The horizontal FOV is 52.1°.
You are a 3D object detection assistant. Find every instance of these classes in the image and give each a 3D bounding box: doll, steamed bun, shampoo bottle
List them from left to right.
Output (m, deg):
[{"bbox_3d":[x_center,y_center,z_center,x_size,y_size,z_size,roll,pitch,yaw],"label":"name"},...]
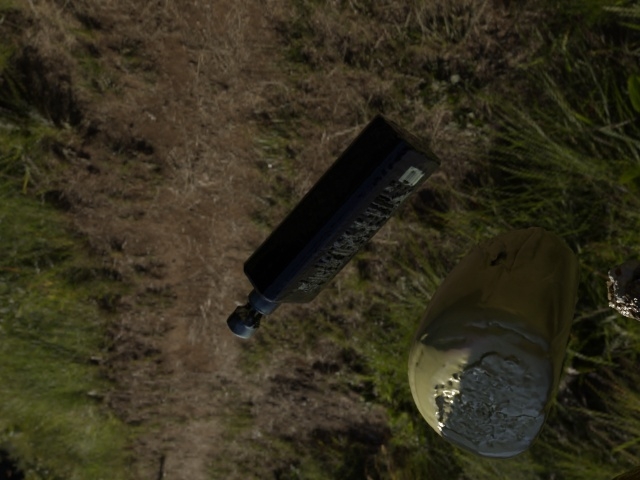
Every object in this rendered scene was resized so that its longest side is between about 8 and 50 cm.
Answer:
[{"bbox_3d":[0.000,0.000,0.744,0.309,0.071,0.098,-48,155,17],"label":"shampoo bottle"},{"bbox_3d":[0.205,0.117,0.792,0.166,0.232,0.272,13,135,16],"label":"steamed bun"},{"bbox_3d":[0.553,0.069,1.049,0.221,0.114,0.105,-14,157,-30],"label":"doll"}]

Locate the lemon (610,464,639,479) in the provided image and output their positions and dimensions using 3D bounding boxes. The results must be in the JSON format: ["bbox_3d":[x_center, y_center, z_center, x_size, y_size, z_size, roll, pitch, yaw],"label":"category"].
[{"bbox_3d":[0.212,0.209,0.293,0.234,0.233,0.288,2,152,-6],"label":"lemon"}]
